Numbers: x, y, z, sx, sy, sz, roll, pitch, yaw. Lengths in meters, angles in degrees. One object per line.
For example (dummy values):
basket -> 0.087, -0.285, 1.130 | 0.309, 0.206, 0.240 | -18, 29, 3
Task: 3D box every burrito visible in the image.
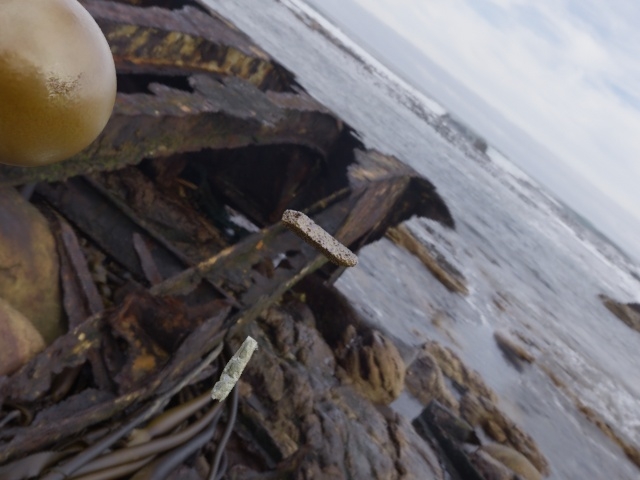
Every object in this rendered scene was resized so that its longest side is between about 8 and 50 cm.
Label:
burrito -> -0.215, 0.320, 1.513 | 0.045, 0.185, 0.041 | 32, 2, 22

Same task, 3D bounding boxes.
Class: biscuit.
biscuit -> 0.000, 0.000, 1.246 | 0.199, 0.034, 0.064 | 38, -15, -37

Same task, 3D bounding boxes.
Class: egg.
egg -> -0.466, -0.260, 0.949 | 0.282, 0.283, 0.351 | 33, -21, -18
